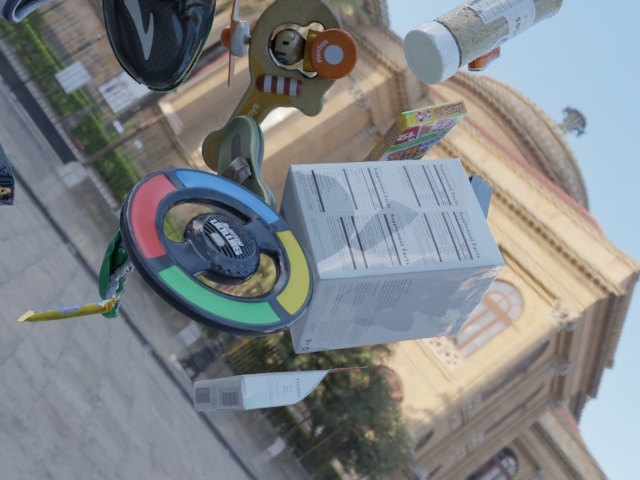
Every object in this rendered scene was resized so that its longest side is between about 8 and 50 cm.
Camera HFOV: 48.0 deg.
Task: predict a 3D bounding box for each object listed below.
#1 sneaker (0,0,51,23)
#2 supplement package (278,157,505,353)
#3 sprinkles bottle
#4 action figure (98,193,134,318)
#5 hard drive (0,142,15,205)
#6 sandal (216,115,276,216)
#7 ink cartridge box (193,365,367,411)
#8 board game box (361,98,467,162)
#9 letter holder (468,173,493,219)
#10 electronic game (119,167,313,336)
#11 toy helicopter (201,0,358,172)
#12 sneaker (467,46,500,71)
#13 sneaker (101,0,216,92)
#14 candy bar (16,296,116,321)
[{"bbox_3d":[-0.405,-0.438,0.986,0.153,0.282,0.099,33,12,-6],"label":"sneaker"},{"bbox_3d":[0.084,0.020,1.047,0.199,0.262,0.198,107,-27,-52],"label":"supplement package"},{"bbox_3d":[0.341,-0.452,1.491,0.121,0.355,0.121,48,-21,25],"label":"sprinkles bottle"},{"bbox_3d":[-0.369,0.033,1.340,0.063,0.232,0.137,15,3,-2],"label":"action figure"},{"bbox_3d":[-0.558,-0.159,1.044,0.255,0.054,0.172,54,27,20],"label":"hard drive"},{"bbox_3d":[-0.147,-0.094,1.161,0.086,0.120,0.303,32,34,-40],"label":"sandal"},{"bbox_3d":[-0.063,0.236,1.136,0.181,0.224,0.056,-22,-113,55],"label":"ink cartridge box"},{"bbox_3d":[0.167,-0.188,1.357,0.259,0.124,0.039,139,-66,-71],"label":"board game box"},{"bbox_3d":[0.273,0.000,1.637,0.151,0.302,0.214,11,0,24],"label":"letter holder"},{"bbox_3d":[-0.107,0.007,0.780,0.229,0.048,0.229,26,36,-21],"label":"electronic game"},{"bbox_3d":[-0.107,-0.278,1.266,0.235,0.355,0.140,35,14,-9],"label":"toy helicopter"},{"bbox_3d":[0.416,-0.483,1.811,0.064,0.175,0.068,9,-54,23],"label":"sneaker"},{"bbox_3d":[-0.205,-0.429,0.998,0.202,0.185,0.483,-95,-158,-58],"label":"sneaker"},{"bbox_3d":[-0.401,0.112,1.145,0.040,0.161,0.018,-66,146,-72],"label":"candy bar"}]
